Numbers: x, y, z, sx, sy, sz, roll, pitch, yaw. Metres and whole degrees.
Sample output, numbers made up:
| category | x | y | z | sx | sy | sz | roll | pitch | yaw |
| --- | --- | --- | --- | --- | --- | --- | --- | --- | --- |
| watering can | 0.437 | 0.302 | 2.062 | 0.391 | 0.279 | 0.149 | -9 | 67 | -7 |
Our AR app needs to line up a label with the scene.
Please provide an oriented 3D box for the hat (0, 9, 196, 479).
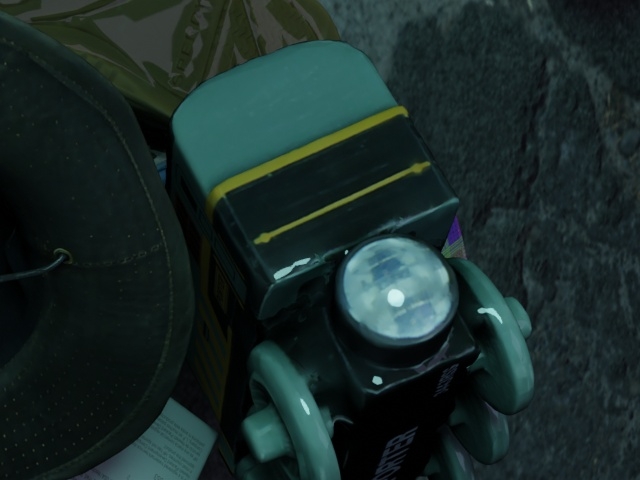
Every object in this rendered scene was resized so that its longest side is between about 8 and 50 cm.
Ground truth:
| category | x | y | z | sx | sy | sz | roll | pitch | yaw |
| --- | --- | --- | --- | --- | --- | --- | --- | --- | --- |
| hat | -0.217 | -0.013 | 0.865 | 0.331 | 0.134 | 0.331 | -7 | 134 | -8 |

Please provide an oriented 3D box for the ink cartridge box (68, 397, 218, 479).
| category | x | y | z | sx | sy | sz | roll | pitch | yaw |
| --- | --- | --- | --- | --- | --- | --- | --- | --- | --- |
| ink cartridge box | -0.156 | 0.152 | 1.022 | 0.139 | 0.082 | 0.190 | 43 | 67 | -45 |

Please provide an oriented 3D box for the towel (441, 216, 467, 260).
| category | x | y | z | sx | sy | sz | roll | pitch | yaw |
| --- | --- | --- | --- | --- | --- | --- | --- | --- | --- |
| towel | 0.076 | 0.008 | 1.309 | 0.060 | 0.009 | 0.083 | -37 | 123 | -37 |

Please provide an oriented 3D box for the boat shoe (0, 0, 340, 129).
| category | x | y | z | sx | sy | sz | roll | pitch | yaw |
| --- | --- | --- | --- | --- | --- | --- | --- | --- | --- |
| boat shoe | -0.152 | -0.133 | 0.947 | 0.341 | 0.110 | 0.121 | 29 | 78 | -28 |

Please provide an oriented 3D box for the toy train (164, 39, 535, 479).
| category | x | y | z | sx | sy | sz | roll | pitch | yaw |
| --- | --- | --- | --- | --- | --- | --- | --- | --- | --- |
| toy train | 0.001 | 0.046 | 0.944 | 0.142 | 0.190 | 0.334 | -24 | 161 | -13 |

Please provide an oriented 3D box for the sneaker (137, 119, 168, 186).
| category | x | y | z | sx | sy | sz | roll | pitch | yaw |
| --- | --- | --- | --- | --- | --- | --- | --- | --- | --- |
| sneaker | -0.064 | -0.041 | 1.101 | 0.162 | 0.063 | 0.073 | -19 | 116 | -45 |
